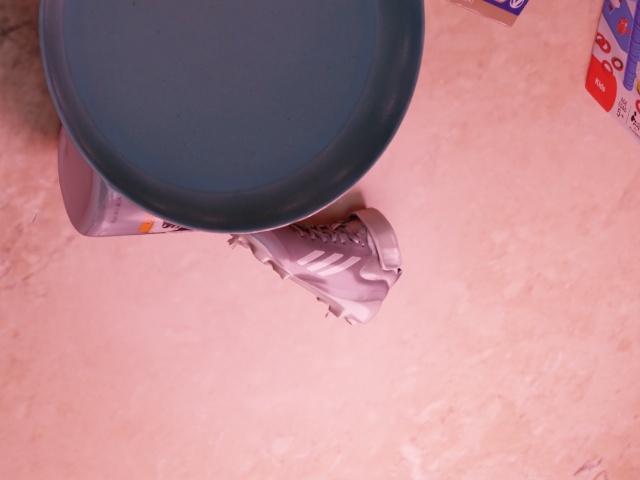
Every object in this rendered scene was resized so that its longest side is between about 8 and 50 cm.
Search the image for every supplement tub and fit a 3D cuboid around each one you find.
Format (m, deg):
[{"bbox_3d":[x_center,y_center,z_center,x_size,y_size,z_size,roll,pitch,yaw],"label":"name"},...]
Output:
[{"bbox_3d":[-0.110,-0.064,1.317,0.190,0.117,0.117,-4,127,-25],"label":"supplement tub"}]

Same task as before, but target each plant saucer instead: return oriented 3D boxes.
[{"bbox_3d":[-0.067,-0.164,1.233,0.318,0.044,0.317,-4,99,-25],"label":"plant saucer"}]

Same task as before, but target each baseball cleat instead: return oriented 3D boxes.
[{"bbox_3d":[0.000,0.000,1.474,0.109,0.072,0.206,-53,137,0],"label":"baseball cleat"}]

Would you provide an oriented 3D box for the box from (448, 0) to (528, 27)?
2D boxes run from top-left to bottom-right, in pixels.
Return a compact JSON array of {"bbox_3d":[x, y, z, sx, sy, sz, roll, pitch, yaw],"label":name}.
[{"bbox_3d":[0.165,-0.295,1.334,0.136,0.036,0.225,16,116,-36],"label":"box"}]

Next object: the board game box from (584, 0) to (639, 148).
[{"bbox_3d":[0.356,-0.182,1.339,0.086,0.308,0.302,-9,129,-20],"label":"board game box"}]
